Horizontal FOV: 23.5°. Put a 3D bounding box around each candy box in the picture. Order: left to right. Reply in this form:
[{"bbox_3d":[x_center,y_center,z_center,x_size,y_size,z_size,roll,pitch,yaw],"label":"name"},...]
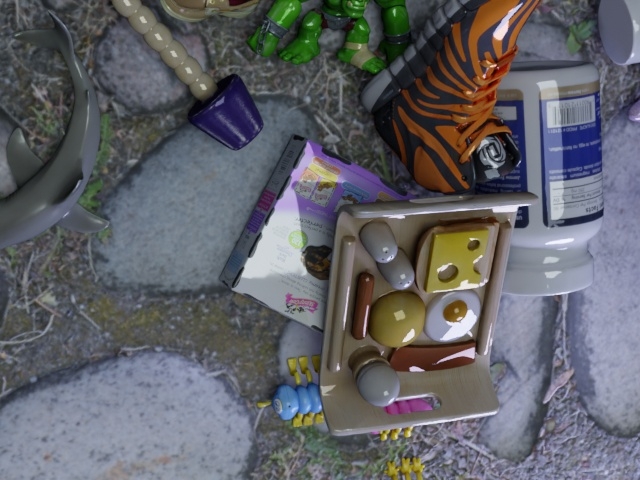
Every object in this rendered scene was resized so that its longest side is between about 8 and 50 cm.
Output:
[{"bbox_3d":[0.000,0.000,1.806,0.164,0.070,0.196,28,90,-20],"label":"candy box"}]

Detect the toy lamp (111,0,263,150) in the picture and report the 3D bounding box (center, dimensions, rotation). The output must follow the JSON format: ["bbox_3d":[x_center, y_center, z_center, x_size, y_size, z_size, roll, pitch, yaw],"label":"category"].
[{"bbox_3d":[-0.168,-0.214,1.715,0.080,0.080,0.275,-42,108,-6],"label":"toy lamp"}]

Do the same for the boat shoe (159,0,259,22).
[{"bbox_3d":[-0.119,-0.273,1.706,0.135,0.045,0.050,-14,77,-46],"label":"boat shoe"}]

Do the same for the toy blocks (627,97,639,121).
[{"bbox_3d":[0.500,-0.055,1.824,0.260,0.309,0.289,-17,103,-19],"label":"toy blocks"}]

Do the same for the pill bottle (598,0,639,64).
[{"bbox_3d":[0.475,-0.280,1.864,0.264,0.146,0.146,-12,103,-15],"label":"pill bottle"}]

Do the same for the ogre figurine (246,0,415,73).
[{"bbox_3d":[0.020,-0.260,1.760,0.197,0.097,0.118,9,115,-3],"label":"ogre figurine"}]

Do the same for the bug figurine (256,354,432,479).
[{"bbox_3d":[0.040,0.273,1.864,0.216,0.072,0.279,-10,102,-15],"label":"bug figurine"}]

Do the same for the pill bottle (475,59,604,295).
[{"bbox_3d":[0.258,-0.076,1.829,0.153,0.153,0.265,-7,102,-16],"label":"pill bottle"}]

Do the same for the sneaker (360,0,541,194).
[{"bbox_3d":[0.182,-0.166,1.700,0.124,0.321,0.180,-23,78,-34],"label":"sneaker"}]

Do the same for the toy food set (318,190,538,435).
[{"bbox_3d":[0.123,0.082,1.746,0.219,0.092,0.306,-5,125,-17],"label":"toy food set"}]

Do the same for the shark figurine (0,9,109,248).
[{"bbox_3d":[-0.279,-0.099,1.682,0.166,0.116,0.278,17,96,-20],"label":"shark figurine"}]
